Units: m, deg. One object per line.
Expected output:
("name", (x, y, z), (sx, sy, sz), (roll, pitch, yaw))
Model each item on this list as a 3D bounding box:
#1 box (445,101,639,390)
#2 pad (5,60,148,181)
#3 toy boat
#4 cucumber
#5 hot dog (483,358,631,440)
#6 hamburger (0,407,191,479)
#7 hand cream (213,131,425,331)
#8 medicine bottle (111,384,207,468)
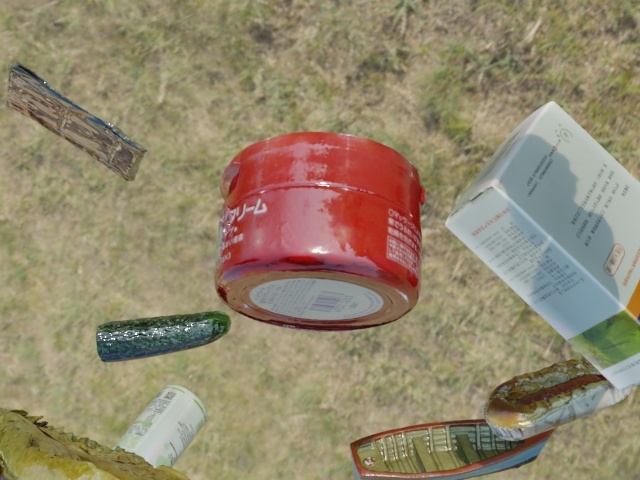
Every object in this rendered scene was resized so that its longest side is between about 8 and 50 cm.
("box", (0.321, 0.003, 1.098), (0.299, 0.200, 0.106), (42, 140, -2))
("pad", (-0.373, -0.177, 1.381), (0.233, 0.022, 0.174), (33, 159, -9))
("toy boat", (0.250, 0.398, 1.697), (0.392, 0.136, 0.079), (-4, 122, -11))
("cucumber", (-0.280, 0.170, 1.637), (0.241, 0.074, 0.074), (-7, 123, -10))
("hot dog", (0.379, 0.246, 1.447), (0.252, 0.131, 0.069), (-18, 108, -2))
("hamburger", (-0.123, 0.206, 0.568), (0.265, 0.134, 0.285), (3, 156, 48))
("hand cream", (0.000, 0.000, 0.970), (0.230, 0.149, 0.230), (1, 157, 0))
("medicine bottle", (-0.245, 0.299, 1.314), (0.086, 0.183, 0.086), (16, 130, 20))
